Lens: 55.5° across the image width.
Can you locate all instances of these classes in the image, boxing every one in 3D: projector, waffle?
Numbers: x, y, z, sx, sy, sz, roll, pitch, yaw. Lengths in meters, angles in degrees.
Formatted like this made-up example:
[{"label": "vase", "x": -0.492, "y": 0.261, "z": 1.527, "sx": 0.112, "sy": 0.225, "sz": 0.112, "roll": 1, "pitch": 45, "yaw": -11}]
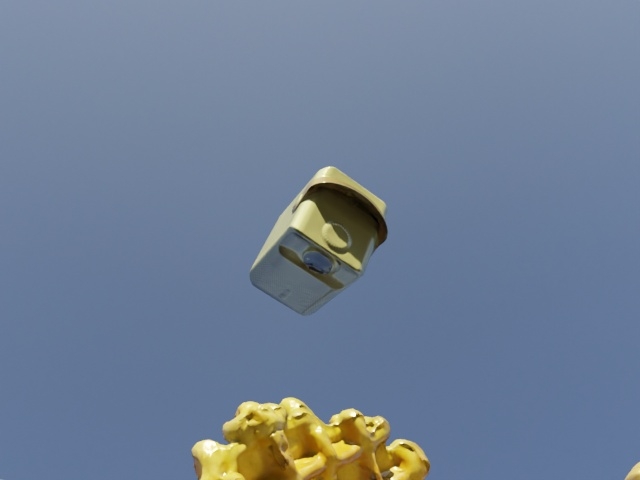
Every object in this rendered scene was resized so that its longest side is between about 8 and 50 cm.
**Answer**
[{"label": "projector", "x": 0.000, "y": 0.000, "z": 1.093, "sx": 0.163, "sy": 0.242, "sz": 0.177, "roll": 34, "pitch": -132, "yaw": -12}, {"label": "waffle", "x": -0.004, "y": 0.165, "z": 0.316, "sx": 0.192, "sy": 0.046, "sz": 0.160, "roll": 29, "pitch": -124, "yaw": -29}]

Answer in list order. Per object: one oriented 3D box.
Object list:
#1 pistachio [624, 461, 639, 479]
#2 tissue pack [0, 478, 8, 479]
[{"label": "pistachio", "x": 0.611, "y": 0.460, "z": 1.061, "sx": 0.124, "sy": 0.124, "sz": 0.184, "roll": -38, "pitch": -78, "yaw": -6}, {"label": "tissue pack", "x": -0.179, "y": 0.221, "z": 0.337, "sx": 0.116, "sy": 0.065, "sz": 0.155, "roll": 20, "pitch": -96, "yaw": -17}]
